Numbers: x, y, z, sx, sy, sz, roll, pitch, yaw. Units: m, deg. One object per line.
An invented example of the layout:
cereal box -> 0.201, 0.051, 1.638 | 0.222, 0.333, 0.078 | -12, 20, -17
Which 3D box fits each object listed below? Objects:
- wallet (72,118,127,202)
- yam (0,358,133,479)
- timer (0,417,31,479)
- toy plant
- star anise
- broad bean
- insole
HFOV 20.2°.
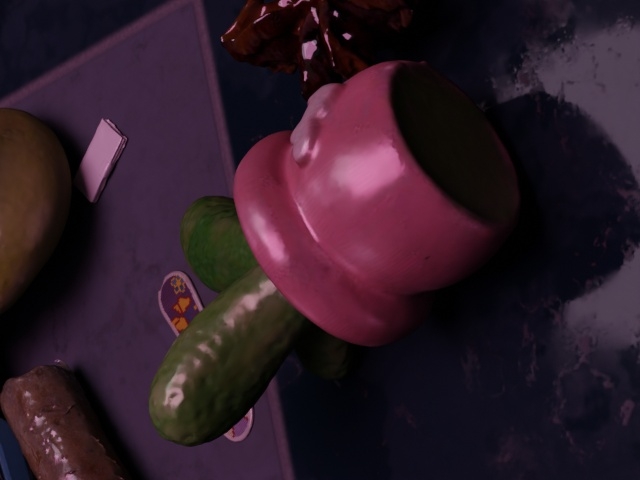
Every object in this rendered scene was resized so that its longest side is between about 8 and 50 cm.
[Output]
wallet -> -0.235, -0.085, 1.899 | 0.044, 0.011, 0.083 | 43, 113, 35
yam -> -0.245, 0.234, 1.824 | 0.093, 0.093, 0.259 | -51, 56, 26
timer -> -0.379, 0.317, 1.815 | 0.091, 0.232, 0.250 | 1, 104, 41
toy plant -> 0.000, -0.005, 1.575 | 0.356, 0.210, 0.317 | -45, 25, 33
star anise -> 0.023, -0.209, 1.601 | 0.220, 0.126, 0.190 | 8, 52, 52
broad bean -> -0.373, -0.007, 1.910 | 0.238, 0.119, 0.291 | 10, 71, 45
insole -> -0.114, 0.112, 1.778 | 0.065, 0.004, 0.197 | -44, 60, 30
